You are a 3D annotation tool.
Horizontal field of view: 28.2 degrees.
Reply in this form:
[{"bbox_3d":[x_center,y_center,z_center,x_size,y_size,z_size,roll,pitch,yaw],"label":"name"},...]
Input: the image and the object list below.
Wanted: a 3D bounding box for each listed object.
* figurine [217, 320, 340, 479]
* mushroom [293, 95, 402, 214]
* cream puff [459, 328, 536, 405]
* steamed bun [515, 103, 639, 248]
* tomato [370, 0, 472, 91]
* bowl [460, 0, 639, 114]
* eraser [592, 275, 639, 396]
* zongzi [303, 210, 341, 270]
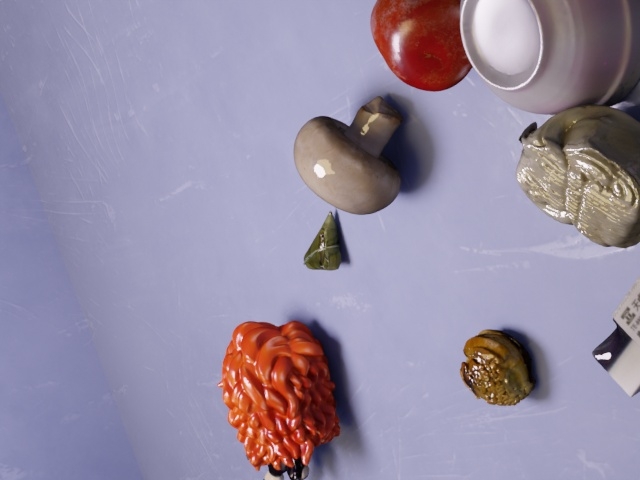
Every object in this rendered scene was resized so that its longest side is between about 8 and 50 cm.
[{"bbox_3d":[-0.093,0.338,2.620,0.412,0.241,0.306,105,159,-67],"label":"figurine"},{"bbox_3d":[0.061,-0.150,2.148,0.204,0.204,0.204,32,132,43],"label":"mushroom"},{"bbox_3d":[0.284,0.212,2.084,0.119,0.104,0.133,-32,82,50],"label":"cream puff"},{"bbox_3d":[0.379,-0.103,1.731,0.211,0.144,0.218,37,164,21],"label":"steamed bun"},{"bbox_3d":[0.156,-0.315,1.921,0.187,0.151,0.187,57,166,22],"label":"tomato"},{"bbox_3d":[0.294,-0.297,1.739,0.287,0.144,0.287,32,133,44],"label":"bowl"},{"bbox_3d":[0.494,0.049,1.690,0.098,0.096,0.404,50,143,25],"label":"eraser"},{"bbox_3d":[0.000,0.000,2.424,0.104,0.052,0.113,0,95,61],"label":"zongzi"}]
